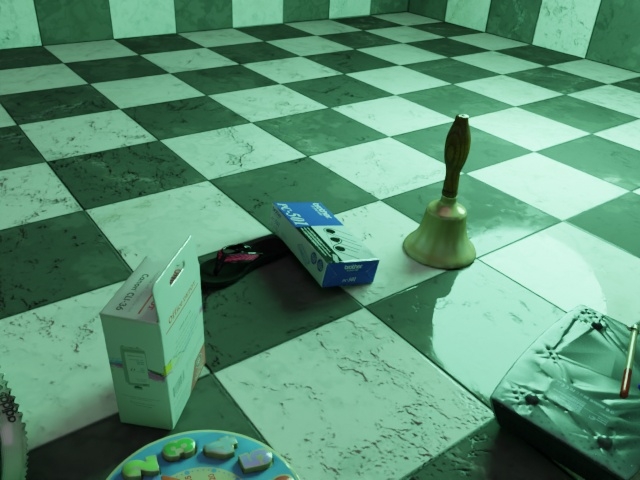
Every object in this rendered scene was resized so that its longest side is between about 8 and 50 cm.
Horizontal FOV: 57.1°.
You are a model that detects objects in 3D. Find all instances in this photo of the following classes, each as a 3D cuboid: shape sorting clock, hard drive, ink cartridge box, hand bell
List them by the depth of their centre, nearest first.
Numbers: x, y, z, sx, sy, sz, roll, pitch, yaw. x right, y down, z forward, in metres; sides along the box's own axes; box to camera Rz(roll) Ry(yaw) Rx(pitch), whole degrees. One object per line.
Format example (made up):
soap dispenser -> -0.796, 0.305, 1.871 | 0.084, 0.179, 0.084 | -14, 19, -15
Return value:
shape sorting clock -> -0.112, 0.258, 0.551 | 0.206, 0.040, 0.206 | 2, 32, -1
ink cartridge box -> -0.182, 0.097, 0.656 | 0.067, 0.198, 0.115 | 8, 31, 7
hard drive -> 0.331, 0.180, 0.709 | 0.172, 0.054, 0.255 | 28, 39, 34
hand bell -> 0.212, -0.088, 0.958 | 0.126, 0.242, 0.126 | 2, 31, -1
ink cartridge box -> 0.000, 0.000, 0.967 | 0.097, 0.046, 0.207 | -3, 30, -30

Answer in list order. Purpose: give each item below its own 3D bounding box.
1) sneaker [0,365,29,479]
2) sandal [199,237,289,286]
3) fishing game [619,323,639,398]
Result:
sneaker -> -0.415, 0.154, 0.594 | 0.146, 0.102, 0.293 | -1, 25, -46
sandal -> -0.125, 0.023, 0.935 | 0.067, 0.040, 0.179 | 30, 40, 34
fishing game -> 0.435, 0.209, 0.635 | 0.264, 0.041, 0.189 | 37, 40, 9
